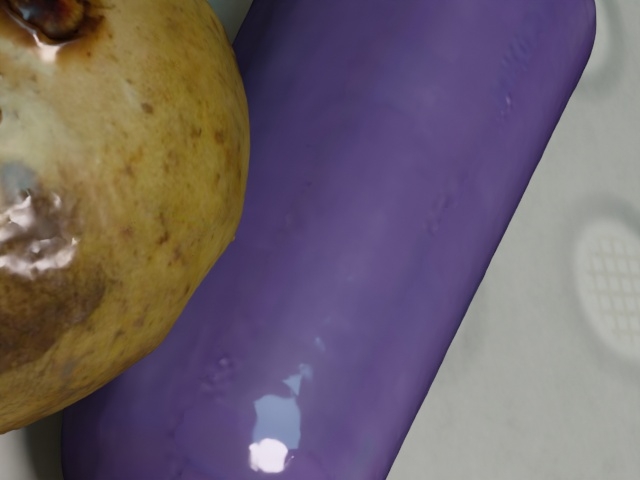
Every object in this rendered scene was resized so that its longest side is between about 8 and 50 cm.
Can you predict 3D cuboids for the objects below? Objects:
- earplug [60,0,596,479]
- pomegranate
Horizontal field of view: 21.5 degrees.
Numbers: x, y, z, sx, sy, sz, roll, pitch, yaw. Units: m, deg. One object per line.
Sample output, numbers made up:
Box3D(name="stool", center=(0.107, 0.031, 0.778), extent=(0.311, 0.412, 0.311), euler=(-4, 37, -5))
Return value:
Box3D(name="earplug", center=(0.000, 0.000, 0.969), extent=(0.215, 0.215, 0.456), euler=(42, 51, -22))
Box3D(name="pomegranate", center=(-0.171, -0.039, 0.781), extent=(0.281, 0.281, 0.281), euler=(19, 60, -37))
